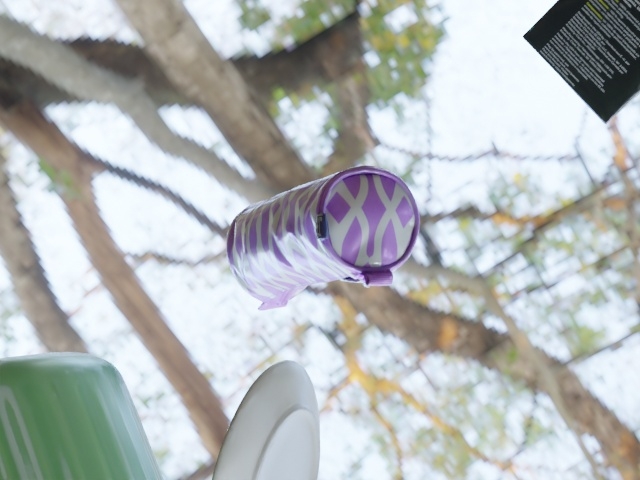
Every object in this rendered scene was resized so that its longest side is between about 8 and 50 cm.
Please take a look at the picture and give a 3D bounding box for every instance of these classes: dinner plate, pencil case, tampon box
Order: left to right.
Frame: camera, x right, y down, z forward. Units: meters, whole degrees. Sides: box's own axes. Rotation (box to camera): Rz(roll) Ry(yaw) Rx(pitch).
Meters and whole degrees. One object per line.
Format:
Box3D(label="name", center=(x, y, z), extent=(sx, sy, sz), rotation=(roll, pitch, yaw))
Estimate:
Box3D(label="dinner plate", center=(-0.026, 0.138, 1.036), extent=(0.017, 0.141, 0.141), rotation=(13, -121, 22))
Box3D(label="pencil case", center=(0.000, 0.000, 1.366), extent=(0.086, 0.088, 0.206), rotation=(-12, 179, -23))
Box3D(label="tampon box", center=(0.266, -0.196, 1.478), extent=(0.161, 0.101, 0.120), rotation=(-45, 177, 40))

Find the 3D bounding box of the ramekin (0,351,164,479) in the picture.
Box3D(label="ramekin", center=(-0.214, 0.166, 0.943), extent=(0.303, 0.303, 0.148), rotation=(-20, -100, 15))
